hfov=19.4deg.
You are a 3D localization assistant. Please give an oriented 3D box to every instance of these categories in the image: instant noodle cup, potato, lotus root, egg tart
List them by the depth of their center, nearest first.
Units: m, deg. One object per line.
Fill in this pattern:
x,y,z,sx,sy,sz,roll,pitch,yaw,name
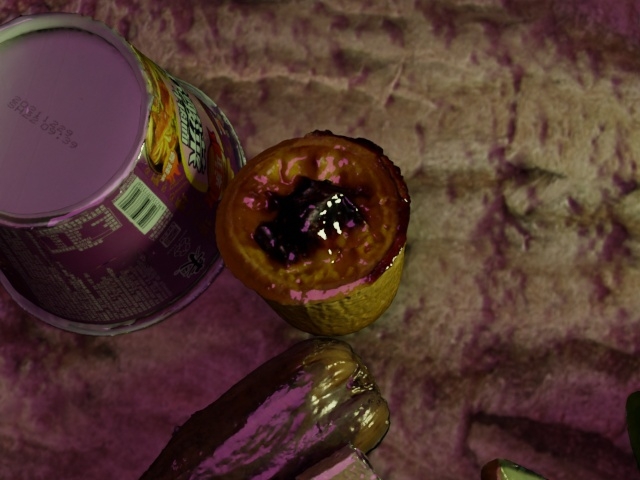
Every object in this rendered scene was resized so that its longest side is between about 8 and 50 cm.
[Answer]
0.040,0.280,1.980,0.086,0.061,0.122,-34,90,-2,potato
0.000,0.000,2.034,0.215,0.171,0.215,-5,61,8,egg tart
-0.085,0.228,2.036,0.329,0.078,0.167,-38,66,-2,lotus root
-0.274,-0.090,2.088,0.340,0.266,0.339,-4,70,13,instant noodle cup

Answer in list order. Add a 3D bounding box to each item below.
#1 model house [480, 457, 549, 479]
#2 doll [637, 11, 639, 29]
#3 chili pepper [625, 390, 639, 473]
0.152,0.360,1.866,0.239,0.173,0.268,-18,82,29,model house
0.508,-0.218,2.040,0.252,0.111,0.237,-34,83,-2,doll
0.381,0.264,1.917,0.100,0.074,0.257,-5,66,-37,chili pepper
